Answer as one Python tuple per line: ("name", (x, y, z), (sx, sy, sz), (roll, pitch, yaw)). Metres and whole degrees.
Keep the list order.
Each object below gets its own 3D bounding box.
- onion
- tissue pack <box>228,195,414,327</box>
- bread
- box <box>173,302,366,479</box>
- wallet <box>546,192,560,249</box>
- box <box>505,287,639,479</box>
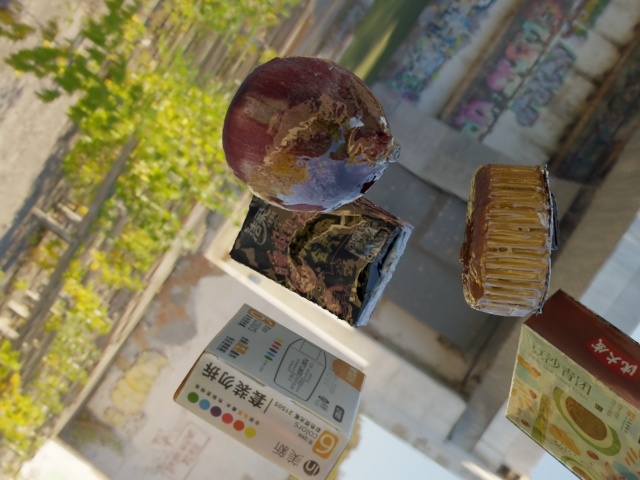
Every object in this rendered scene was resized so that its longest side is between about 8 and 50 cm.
("onion", (0.002, -0.095, 0.878), (0.159, 0.195, 0.160), (-21, 120, -40))
("tissue pack", (0.000, 0.000, 1.882), (0.245, 0.332, 0.123), (-65, 160, 8))
("bread", (0.232, -0.002, 1.177), (0.199, 0.104, 0.199), (3, 90, -86))
("box", (-0.058, 0.197, 1.240), (0.091, 0.220, 0.274), (-59, -179, 10))
("wallet", (0.436, -0.064, 2.058), (0.255, 0.031, 0.137), (17, -66, 61))
("box", (0.550, 0.335, 1.836), (0.122, 0.344, 0.385), (-37, 148, -22))
